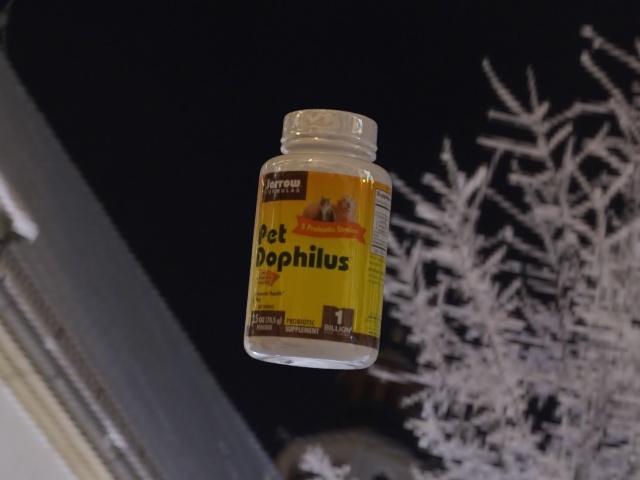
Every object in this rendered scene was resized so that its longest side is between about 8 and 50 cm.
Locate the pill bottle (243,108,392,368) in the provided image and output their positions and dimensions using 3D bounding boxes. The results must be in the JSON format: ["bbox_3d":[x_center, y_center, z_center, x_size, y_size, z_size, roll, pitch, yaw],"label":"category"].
[{"bbox_3d":[0.000,0.000,1.331,0.117,0.215,0.117,5,-9,1],"label":"pill bottle"}]
